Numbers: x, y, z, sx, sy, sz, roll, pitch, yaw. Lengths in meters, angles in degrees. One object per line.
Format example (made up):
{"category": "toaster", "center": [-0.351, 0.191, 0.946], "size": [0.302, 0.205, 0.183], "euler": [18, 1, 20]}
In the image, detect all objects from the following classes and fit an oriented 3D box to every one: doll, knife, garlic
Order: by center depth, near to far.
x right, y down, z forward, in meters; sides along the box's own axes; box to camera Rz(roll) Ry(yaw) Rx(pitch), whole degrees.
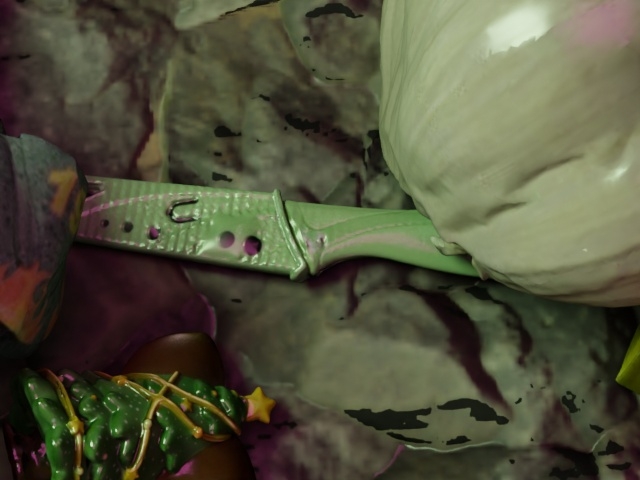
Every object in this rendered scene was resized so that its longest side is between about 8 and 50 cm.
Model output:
{"category": "garlic", "center": [0.093, -0.085, 0.541], "size": [0.178, 0.143, 0.229], "euler": [-30, 52, 9]}
{"category": "doll", "center": [-0.073, 0.076, 0.554], "size": [0.113, 0.076, 0.078], "euler": [-17, 71, -5]}
{"category": "knife", "center": [0.000, -0.001, 0.611], "size": [0.293, 0.020, 0.043], "euler": [7, 67, 4]}

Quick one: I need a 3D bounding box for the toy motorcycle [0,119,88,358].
{"category": "toy motorcycle", "center": [-0.192, -0.030, 0.563], "size": [0.173, 0.108, 0.307], "euler": [-26, 58, -2]}

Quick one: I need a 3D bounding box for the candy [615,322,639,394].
{"category": "candy", "center": [0.251, -0.034, 0.583], "size": [0.146, 0.088, 0.276], "euler": [25, 72, 9]}
